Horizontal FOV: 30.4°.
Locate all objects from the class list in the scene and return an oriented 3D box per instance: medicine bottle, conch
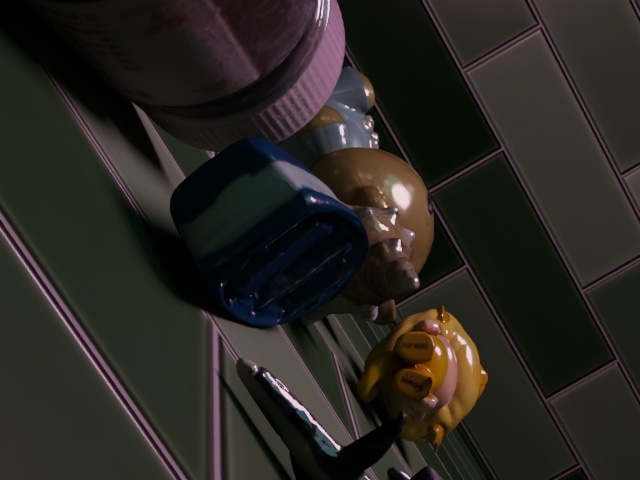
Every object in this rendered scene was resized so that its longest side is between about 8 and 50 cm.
[{"bbox_3d":[-0.084,-0.162,0.679,0.165,0.165,0.273,61,2,20],"label":"medicine bottle"},{"bbox_3d":[-0.004,0.006,1.015,0.234,0.114,0.137,21,-31,30],"label":"conch"}]

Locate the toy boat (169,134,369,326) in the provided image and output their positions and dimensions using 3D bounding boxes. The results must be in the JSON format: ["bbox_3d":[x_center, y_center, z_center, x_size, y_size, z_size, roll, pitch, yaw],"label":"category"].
[{"bbox_3d":[-0.025,0.003,0.743,0.061,0.096,0.299,51,0,12],"label":"toy boat"}]

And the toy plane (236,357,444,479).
[{"bbox_3d":[0.053,0.152,0.619,0.262,0.088,0.192,58,5,-15],"label":"toy plane"}]

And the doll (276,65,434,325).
[{"bbox_3d":[0.023,-0.047,1.248,0.177,0.162,0.260,87,-19,-45],"label":"doll"}]

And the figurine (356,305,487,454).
[{"bbox_3d":[0.103,0.138,1.210,0.246,0.131,0.156,53,42,-73],"label":"figurine"}]
